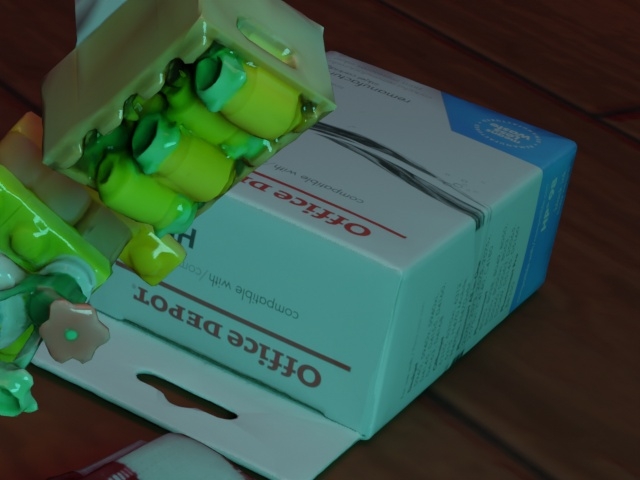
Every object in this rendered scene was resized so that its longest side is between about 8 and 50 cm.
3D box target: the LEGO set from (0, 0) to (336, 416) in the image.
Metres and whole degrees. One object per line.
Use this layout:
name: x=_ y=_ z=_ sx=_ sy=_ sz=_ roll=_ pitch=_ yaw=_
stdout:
LEGO set: x=-0.134 y=0.029 z=0.352 sx=0.287 sy=0.132 sz=0.107 roll=-5 pitch=27 yaw=17

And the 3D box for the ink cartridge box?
ink cartridge box: x=0.000 y=0.000 z=0.550 sx=0.104 sy=0.060 sz=0.180 roll=23 pitch=28 yaw=21

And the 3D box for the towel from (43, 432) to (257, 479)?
towel: x=-0.042 y=0.142 z=0.272 sx=0.237 sy=0.037 sz=0.329 roll=27 pitch=29 yaw=28
